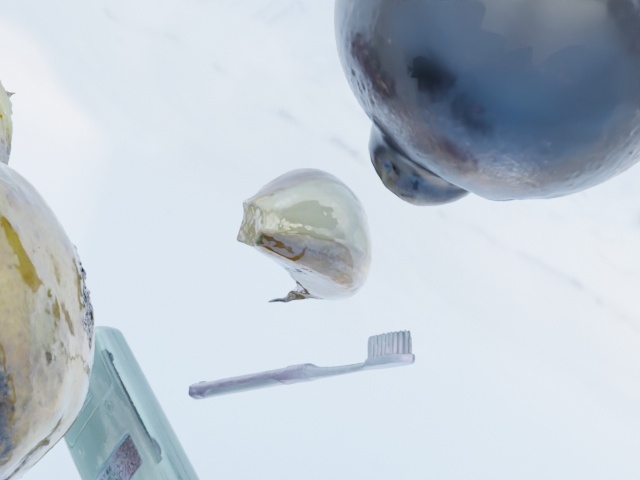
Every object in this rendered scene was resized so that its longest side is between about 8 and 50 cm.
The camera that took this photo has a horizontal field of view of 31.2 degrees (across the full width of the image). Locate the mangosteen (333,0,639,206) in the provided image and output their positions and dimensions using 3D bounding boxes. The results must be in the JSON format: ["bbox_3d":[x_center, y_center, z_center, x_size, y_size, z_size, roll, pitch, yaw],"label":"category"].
[{"bbox_3d":[0.141,-0.158,0.914,0.297,0.297,0.313,36,124,-20],"label":"mangosteen"}]

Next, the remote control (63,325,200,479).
[{"bbox_3d":[-0.218,0.234,1.275,0.056,0.296,0.140,13,122,-45],"label":"remote control"}]

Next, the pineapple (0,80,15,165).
[{"bbox_3d":[-0.403,-0.103,1.142,0.140,0.249,0.164,-9,143,6],"label":"pineapple"}]

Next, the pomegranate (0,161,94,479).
[{"bbox_3d":[-0.261,0.060,0.697,0.260,0.260,0.260,6,133,7],"label":"pomegranate"}]

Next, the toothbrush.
[{"bbox_3d":[-0.029,0.121,1.082,0.024,0.029,0.354,11,162,-34],"label":"toothbrush"}]

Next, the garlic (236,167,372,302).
[{"bbox_3d":[0.004,0.007,1.196,0.115,0.128,0.206,32,163,26],"label":"garlic"}]
